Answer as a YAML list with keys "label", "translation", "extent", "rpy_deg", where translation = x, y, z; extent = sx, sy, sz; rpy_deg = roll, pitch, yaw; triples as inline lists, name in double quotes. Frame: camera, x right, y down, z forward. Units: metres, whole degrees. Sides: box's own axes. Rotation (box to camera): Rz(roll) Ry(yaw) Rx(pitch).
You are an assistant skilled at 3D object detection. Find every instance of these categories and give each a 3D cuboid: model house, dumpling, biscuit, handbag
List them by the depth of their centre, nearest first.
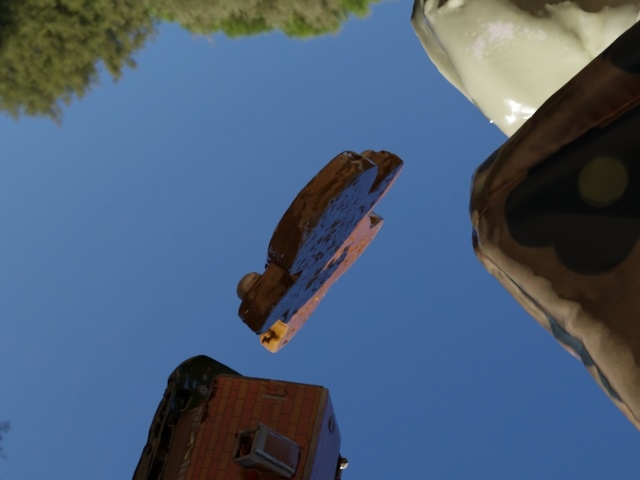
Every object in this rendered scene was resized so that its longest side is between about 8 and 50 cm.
- label: "handbag"
  translation: [0.206, -0.002, 0.365]
  extent: [0.193, 0.251, 0.190]
  rpy_deg: [-52, -133, 16]
- label: "model house"
  translation: [-0.038, 0.234, 0.797]
  extent: [0.154, 0.207, 0.294]
  rpy_deg: [-30, -144, 45]
- label: "biscuit"
  translation: [-0.003, -0.001, 0.909]
  extent: [0.049, 0.324, 0.205]
  rpy_deg: [39, -98, 8]
- label: "dumpling"
  translation: [0.217, -0.260, 1.026]
  extent: [0.243, 0.187, 0.318]
  rpy_deg: [-36, -126, 37]
